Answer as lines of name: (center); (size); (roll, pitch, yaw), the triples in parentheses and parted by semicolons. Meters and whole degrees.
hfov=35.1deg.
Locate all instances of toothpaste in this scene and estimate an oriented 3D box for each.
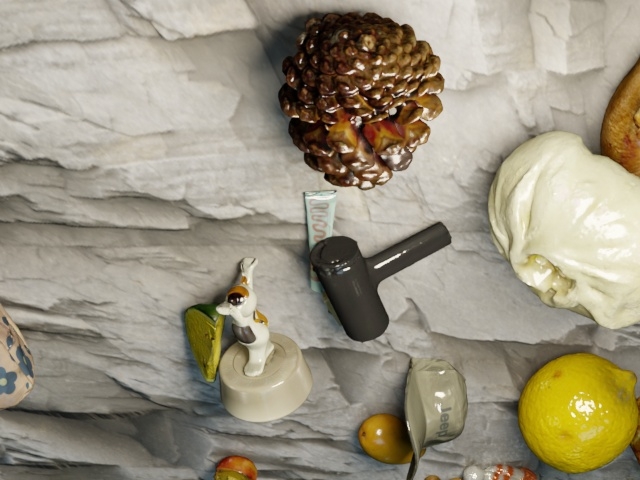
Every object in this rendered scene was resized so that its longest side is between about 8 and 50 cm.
toothpaste: (0.000, 0.000, 1.767); (0.056, 0.036, 0.205); (-6, 126, -9)

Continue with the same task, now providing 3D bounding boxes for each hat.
hat: (0.231, 0.362, 1.988); (0.149, 0.245, 0.214); (-4, 116, 0)
hat: (0.395, 0.545, 2.283); (0.162, 0.093, 0.112); (26, 113, -7)

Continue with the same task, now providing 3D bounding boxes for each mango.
mango: (0.148, 0.420, 2.120); (0.102, 0.085, 0.184); (-42, 136, 15)

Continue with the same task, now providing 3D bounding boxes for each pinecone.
pinecone: (0.062, -0.191, 1.489); (0.246, 0.246, 0.292); (-8, 151, -3)

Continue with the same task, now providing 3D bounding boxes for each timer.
timer: (-0.121, 0.173, 1.810); (0.175, 0.175, 0.266); (-12, 126, 0)

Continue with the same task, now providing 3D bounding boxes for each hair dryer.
hair dryer: (0.124, 0.048, 1.776); (0.251, 0.089, 0.197); (-29, 126, -8)

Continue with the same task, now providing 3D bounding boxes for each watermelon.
watermelon: (-0.215, 0.166, 1.834); (0.075, 0.092, 0.181); (10, 138, 0)

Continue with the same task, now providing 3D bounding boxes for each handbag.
handbag: (-0.638, 0.196, 1.721); (0.251, 0.190, 0.193); (-19, 125, -5)

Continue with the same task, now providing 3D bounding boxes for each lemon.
lemon: (0.519, 0.340, 2.026); (0.228, 0.228, 0.253); (16, 122, -22)

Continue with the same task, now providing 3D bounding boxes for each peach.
peach: (-0.177, 0.487, 2.130); (0.098, 0.061, 0.098); (10, 139, 9)

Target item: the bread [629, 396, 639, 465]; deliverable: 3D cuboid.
bread: (0.724, 0.426, 2.169); (0.103, 0.172, 0.132); (14, 125, -21)

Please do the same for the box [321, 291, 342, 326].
box: (0.051, 0.112, 1.869); (0.083, 0.035, 0.079); (-23, 131, 9)

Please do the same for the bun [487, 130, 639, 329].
bun: (0.414, 0.005, 1.631); (0.219, 0.365, 0.365); (-50, 127, -9)

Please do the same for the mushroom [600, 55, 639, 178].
mushroom: (0.615, -0.197, 1.611); (0.345, 0.239, 0.345); (-2, 151, -1)

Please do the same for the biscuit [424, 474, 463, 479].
biscuit: (0.252, 0.589, 2.318); (0.205, 0.031, 0.138); (-13, 131, -1)
